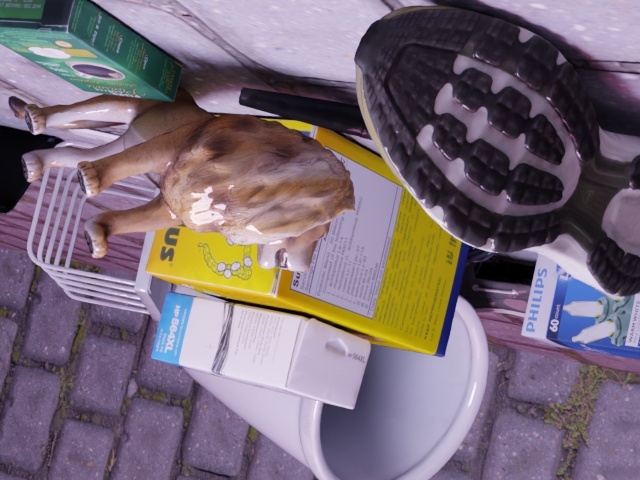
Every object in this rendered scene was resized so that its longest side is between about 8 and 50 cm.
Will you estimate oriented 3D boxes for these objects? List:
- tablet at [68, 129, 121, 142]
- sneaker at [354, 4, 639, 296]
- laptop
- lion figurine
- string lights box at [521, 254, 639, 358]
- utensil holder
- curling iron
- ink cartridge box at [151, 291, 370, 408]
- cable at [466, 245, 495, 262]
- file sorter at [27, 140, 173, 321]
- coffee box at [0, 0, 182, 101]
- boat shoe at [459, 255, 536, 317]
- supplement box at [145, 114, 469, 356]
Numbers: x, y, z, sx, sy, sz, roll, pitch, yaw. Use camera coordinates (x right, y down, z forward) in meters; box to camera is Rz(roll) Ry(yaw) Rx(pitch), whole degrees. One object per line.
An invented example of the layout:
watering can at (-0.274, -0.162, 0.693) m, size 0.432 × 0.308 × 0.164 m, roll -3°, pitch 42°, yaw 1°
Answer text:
tablet at (-0.296, -0.139, 1.760) m, size 0.083 × 0.006 × 0.054 m, roll 13°, pitch 173°, yaw 6°
sneaker at (0.137, -0.073, 1.062) m, size 0.182 × 0.158 × 0.410 m, roll 31°, pitch -179°, yaw 44°
laptop at (-0.488, -0.098, 1.907) m, size 0.234 × 0.137 × 0.264 m, roll 13°, pitch 172°, yaw 11°
lion figurine at (-0.149, -0.091, 1.305) m, size 0.240 × 0.142 × 0.392 m, roll -19°, pitch -142°, yaw -22°
string lights box at (0.388, 0.079, 1.657) m, size 0.076 × 0.133 × 0.259 m, roll 20°, pitch 170°, yaw -41°
utensil holder at (0.003, 0.155, 1.957) m, size 0.327 × 0.328 × 0.385 m, roll 21°, pitch -175°, yaw -43°
curling iron at (0.056, -0.105, 1.255) m, size 0.274 × 0.035 × 0.068 m, roll 18°, pitch -151°, yaw -3°
ink cartridge box at (-0.068, 0.126, 1.520) m, size 0.203 × 0.086 × 0.148 m, roll 9°, pitch 171°, yaw 37°
cable at (0.164, 0.007, 1.745) m, size 0.184 × 0.047 × 0.150 m, roll 8°, pitch -172°, yaw 42°
file sorter at (-0.295, -0.012, 1.880) m, size 0.173 × 0.193 × 0.278 m, roll 11°, pitch 168°, yaw 1°
coffee box at (-0.221, -0.179, 1.214) m, size 0.113 × 0.040 × 0.184 m, roll 8°, pitch 170°, yaw 27°
boat shoe at (0.285, 0.058, 1.933) m, size 0.335 × 0.095 × 0.112 m, roll 13°, pitch -151°, yaw 30°
supplement box at (0.000, 0.000, 1.548) m, size 0.195 × 0.194 × 0.356 m, roll 8°, pitch 170°, yaw 38°
